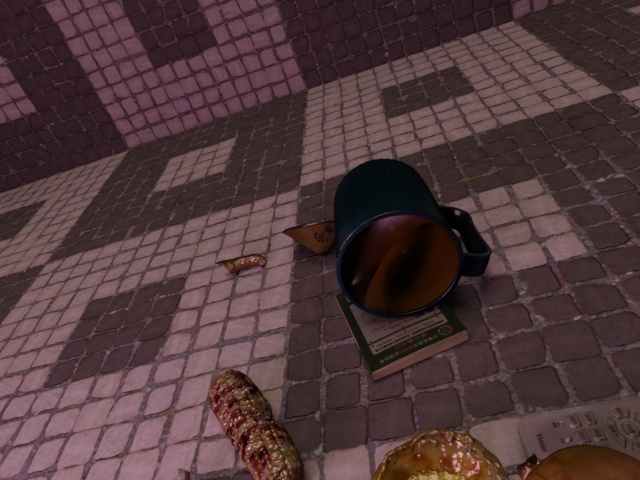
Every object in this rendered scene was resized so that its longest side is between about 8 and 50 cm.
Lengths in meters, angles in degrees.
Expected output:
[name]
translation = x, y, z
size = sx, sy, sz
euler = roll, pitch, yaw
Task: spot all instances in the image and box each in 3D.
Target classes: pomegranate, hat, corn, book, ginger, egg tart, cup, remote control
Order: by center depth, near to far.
[pomegranate]
translation = 0.311, 0.324, 0.583
size = 0.191, 0.191, 0.191
euler = -16, 33, 10
[egg tart]
translation = 0.165, 0.364, 0.709
size = 0.212, 0.090, 0.213
euler = -18, 33, 12
[remote control]
translation = 0.444, 0.274, 0.715
size = 0.313, 0.055, 0.109
euler = -12, 27, 8
[corn]
translation = -0.114, 0.334, 0.913
size = 0.098, 0.098, 0.290
euler = -34, 35, -18
[book]
translation = 0.157, 0.155, 1.079
size = 0.202, 0.027, 0.264
euler = -23, 31, -3
[cup]
translation = 0.174, -0.030, 1.099
size = 0.307, 0.242, 0.292
euler = -20, 29, 8
[hat]
translation = 0.000, 0.000, 1.361
size = 0.193, 0.082, 0.193
euler = -8, -5, -1
[ginger]
translation = -0.219, 0.063, 1.430
size = 0.137, 0.044, 0.057
euler = -14, -12, -1

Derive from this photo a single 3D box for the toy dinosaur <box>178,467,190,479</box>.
[toy dinosaur]
translation = -0.218, 0.457, 0.840
size = 0.242, 0.053, 0.167
euler = -11, 35, 17
